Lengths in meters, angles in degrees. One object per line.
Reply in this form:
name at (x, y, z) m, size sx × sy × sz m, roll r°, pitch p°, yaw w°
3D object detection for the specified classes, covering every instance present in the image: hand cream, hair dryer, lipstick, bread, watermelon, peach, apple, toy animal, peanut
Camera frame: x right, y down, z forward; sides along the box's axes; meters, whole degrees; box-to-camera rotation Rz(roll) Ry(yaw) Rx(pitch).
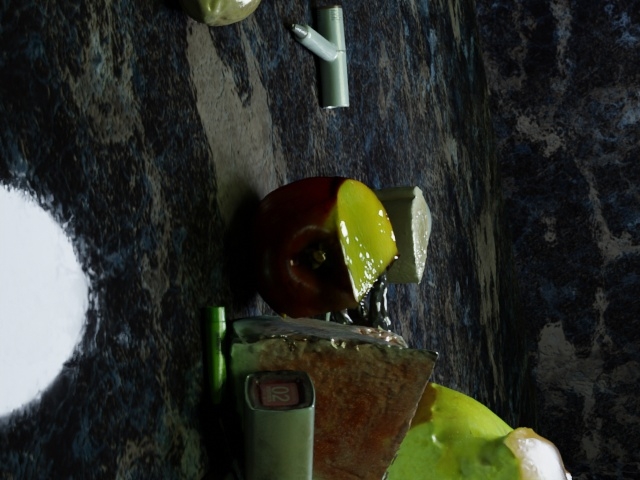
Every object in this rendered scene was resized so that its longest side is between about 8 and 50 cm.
hand cream at (-0.114, 0.133, 1.246) m, size 0.036 × 0.023 × 0.122 m, roll -12°, pitch 99°, yaw -81°
hair dryer at (-0.008, -0.272, 1.653) m, size 0.183 × 0.044 × 0.155 m, roll -16°, pitch 100°, yaw -67°
lipstick at (-0.048, 0.271, 1.267) m, size 0.079 × 0.077 × 0.253 m, roll -104°, pitch -166°, yaw -63°
bread at (0.092, -0.005, 1.735) m, size 0.134 × 0.141 × 0.148 m, roll 51°, pitch 39°, yaw -59°
watermelon at (0.014, 0.183, 1.340) m, size 0.310 × 0.232 × 0.193 m, roll 51°, pitch -8°, yaw -14°
peach at (-0.002, -0.005, 1.404) m, size 0.267 × 0.158 × 0.154 m, roll -42°, pitch 121°, yaw -66°
apple at (0.232, 0.409, 1.759) m, size 0.374 × 0.374 × 0.384 m, roll -27°, pitch 108°, yaw -71°
toy animal at (0.072, 0.116, 1.611) m, size 0.233 × 0.084 × 0.148 m, roll -79°, pitch 150°, yaw -77°
peanut at (-0.100, -0.300, 1.264) m, size 0.214 × 0.090 × 0.099 m, roll -68°, pitch 162°, yaw -55°

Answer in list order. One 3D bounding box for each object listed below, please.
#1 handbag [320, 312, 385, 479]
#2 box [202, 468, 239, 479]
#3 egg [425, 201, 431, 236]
handbag at (0.013, 0.236, 1.587) m, size 0.241 × 0.109 × 0.315 m, roll 54°, pitch 23°, yaw -61°
box at (-0.110, 0.362, 1.182) m, size 0.212 × 0.042 × 0.201 m, roll -44°, pitch 126°, yaw -70°
egg at (0.141, -0.026, 1.957) m, size 0.103 × 0.103 × 0.135 m, roll 64°, pitch 31°, yaw -51°
